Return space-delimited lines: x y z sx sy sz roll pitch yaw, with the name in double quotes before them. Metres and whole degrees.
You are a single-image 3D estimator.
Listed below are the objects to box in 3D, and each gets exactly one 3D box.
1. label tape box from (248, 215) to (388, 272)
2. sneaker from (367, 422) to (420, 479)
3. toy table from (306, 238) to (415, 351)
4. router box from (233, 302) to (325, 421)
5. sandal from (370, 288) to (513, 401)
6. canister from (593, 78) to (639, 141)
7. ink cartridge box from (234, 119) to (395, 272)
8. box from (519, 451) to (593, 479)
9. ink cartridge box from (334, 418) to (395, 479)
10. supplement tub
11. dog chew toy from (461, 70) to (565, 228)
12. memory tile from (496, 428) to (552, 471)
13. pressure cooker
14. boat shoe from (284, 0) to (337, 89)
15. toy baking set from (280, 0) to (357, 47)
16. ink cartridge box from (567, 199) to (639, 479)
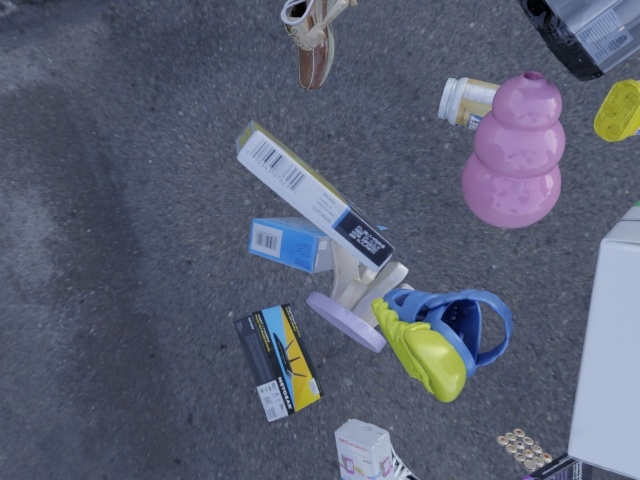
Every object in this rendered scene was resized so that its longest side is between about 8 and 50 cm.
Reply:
"label tape box" 0.000 0.000 1.776 0.240 0.333 0.106 16 104 37
"sneaker" 0.163 0.502 1.321 0.094 0.153 0.235 -26 105 -29
"toy table" 0.090 0.117 1.300 0.252 0.274 0.161 40 80 -20
"router box" -0.069 0.205 1.079 0.046 0.133 0.179 -25 81 26
"sandal" 0.164 0.121 0.862 0.138 0.317 0.126 -32 100 -5
"canister" 0.669 -0.278 1.301 0.169 0.073 0.126 -14 138 -29
"ink cartridge box" -0.021 -0.096 1.131 0.303 0.307 0.072 38 99 -16
"box" 0.416 0.441 1.103 0.162 0.029 0.116 -19 116 -24
"ink cartridge box" 0.079 0.387 1.093 0.052 0.088 0.123 -21 109 -44
"supplement tub" 0.465 -0.403 1.861 0.199 0.144 0.144 17 93 14
"dog chew toy" 0.404 -0.186 1.277 0.206 0.207 0.332 -5 133 -4
"memory tile" 0.618 0.634 1.896 0.113 0.148 0.012 -9 121 -30
"pressure cooker" 0.538 -0.529 1.070 0.420 0.370 0.376 -36 83 31
"boat shoe" -0.035 -0.546 1.570 0.119 0.122 0.324 -10 120 -28
"toy baking set" -0.014 -0.541 1.317 0.196 0.030 0.256 -23 98 -22
"ink cartridge box" 0.346 0.081 0.620 0.121 0.289 0.211 10 104 31
